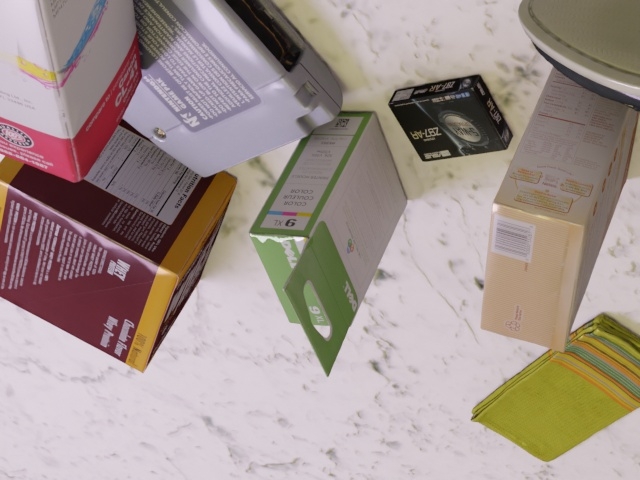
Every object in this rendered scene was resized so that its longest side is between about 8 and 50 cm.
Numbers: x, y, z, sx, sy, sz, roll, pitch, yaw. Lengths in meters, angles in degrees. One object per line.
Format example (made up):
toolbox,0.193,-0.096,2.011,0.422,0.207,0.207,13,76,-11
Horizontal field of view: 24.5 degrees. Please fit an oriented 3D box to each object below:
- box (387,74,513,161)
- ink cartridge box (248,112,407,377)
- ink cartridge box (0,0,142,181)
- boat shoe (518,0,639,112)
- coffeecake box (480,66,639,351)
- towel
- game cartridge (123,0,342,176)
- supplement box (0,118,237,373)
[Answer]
box,0.106,-0.099,1.203,0.083,0.018,0.067,-6,131,37
ink cartridge box,0.000,0.000,1.227,0.062,0.209,0.109,2,136,27
ink cartridge box,-0.265,-0.203,1.107,0.226,0.131,0.306,23,151,9
boat shoe,0.280,-0.095,0.968,0.340,0.127,0.113,18,146,37
coffeecake box,0.181,-0.037,1.090,0.068,0.185,0.142,16,141,16
towel,0.240,0.150,1.410,0.102,0.021,0.237,34,143,-6
game cartridge,-0.141,-0.185,1.232,0.198,0.062,0.297,-14,126,48
supplement box,-0.210,-0.007,1.420,0.194,0.129,0.191,28,143,1
